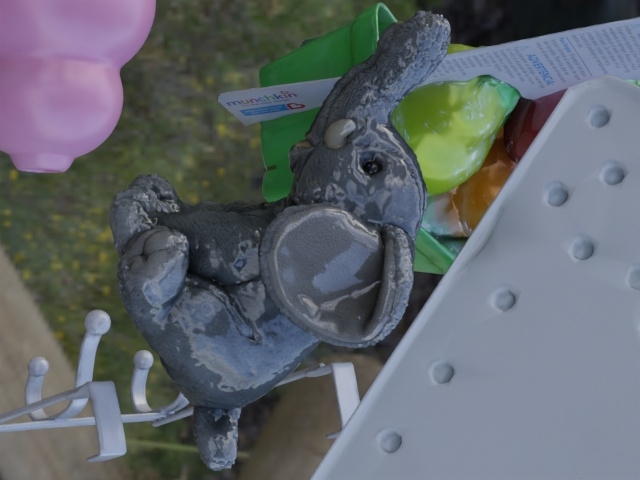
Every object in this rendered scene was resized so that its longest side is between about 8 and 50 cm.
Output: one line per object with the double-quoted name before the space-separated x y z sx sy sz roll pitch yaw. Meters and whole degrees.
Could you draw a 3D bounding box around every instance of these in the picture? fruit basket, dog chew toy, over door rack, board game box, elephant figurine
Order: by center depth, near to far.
"board game box" 0.166 0.166 0.671 0.390 0.390 0.050 -56 147 -8
"elephant figurine" 0.000 0.000 1.080 0.169 0.239 0.186 -98 166 -44
"fruit basket" 0.145 -0.090 1.269 0.327 0.353 0.165 36 42 -62
"over door rack" -0.154 0.108 1.361 0.240 0.324 0.108 -2 88 -37
"dog chew toy" -0.227 -0.223 1.434 0.207 0.207 0.331 7 85 -58
